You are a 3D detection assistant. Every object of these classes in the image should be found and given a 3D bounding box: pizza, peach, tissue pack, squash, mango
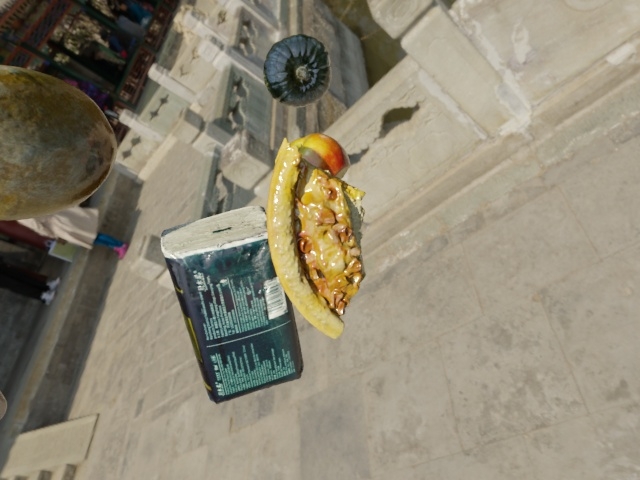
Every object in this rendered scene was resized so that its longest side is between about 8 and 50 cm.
[{"bbox_3d":[0.000,0.000,0.792,0.074,0.182,0.365,-133,35,-77],"label":"pizza"},{"bbox_3d":[-0.013,-0.167,1.125,0.190,0.192,0.190,-25,33,18],"label":"peach"},{"bbox_3d":[-0.208,0.155,1.119,0.253,0.264,0.417,-138,35,-64],"label":"tissue pack"},{"bbox_3d":[-0.068,-0.511,1.358,0.218,0.218,0.172,-58,-1,6],"label":"squash"},{"bbox_3d":[-0.407,-0.116,0.557,0.146,0.316,0.193,15,112,31],"label":"mango"}]

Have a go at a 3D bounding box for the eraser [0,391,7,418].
[{"bbox_3d":[-0.571,0.231,0.643,0.059,0.243,0.204,4,68,31],"label":"eraser"}]
